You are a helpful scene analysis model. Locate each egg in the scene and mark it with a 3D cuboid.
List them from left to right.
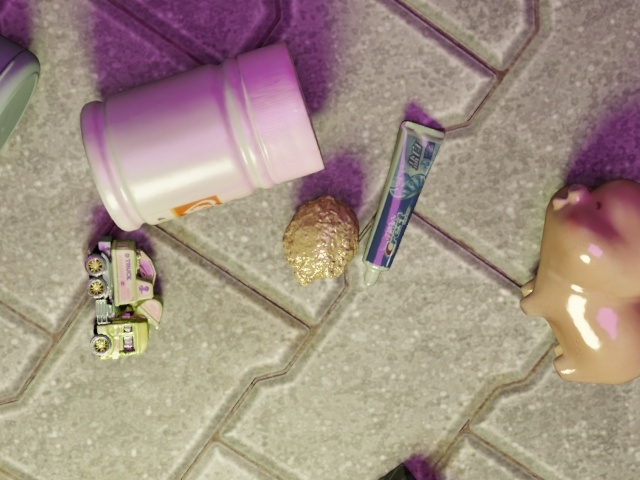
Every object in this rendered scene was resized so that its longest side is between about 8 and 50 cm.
[{"bbox_3d":[0.000,0.000,1.754,0.116,0.118,0.140,23,112,-24],"label":"egg"}]

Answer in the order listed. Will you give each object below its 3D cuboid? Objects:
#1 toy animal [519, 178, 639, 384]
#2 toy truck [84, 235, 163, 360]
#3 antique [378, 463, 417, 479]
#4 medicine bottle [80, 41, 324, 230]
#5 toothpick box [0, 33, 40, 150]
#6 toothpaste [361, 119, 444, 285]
[{"bbox_3d":[0.437,0.062,1.739,0.269,0.237,0.326,-24,108,14],"label":"toy animal"},{"bbox_3d":[-0.305,0.087,1.787,0.116,0.085,0.191,-3,102,-6],"label":"toy truck"},{"bbox_3d":[0.161,0.476,1.893,0.086,0.088,0.183,-37,102,9],"label":"antique"},{"bbox_3d":[-0.169,-0.151,1.668,0.316,0.202,0.202,-16,104,3],"label":"medicine bottle"},{"bbox_3d":[-0.602,-0.258,1.625,0.355,0.263,0.263,31,101,-8],"label":"toothpick box"},{"bbox_3d":[0.119,-0.054,1.782,0.069,0.047,0.268,20,100,7],"label":"toothpaste"}]
